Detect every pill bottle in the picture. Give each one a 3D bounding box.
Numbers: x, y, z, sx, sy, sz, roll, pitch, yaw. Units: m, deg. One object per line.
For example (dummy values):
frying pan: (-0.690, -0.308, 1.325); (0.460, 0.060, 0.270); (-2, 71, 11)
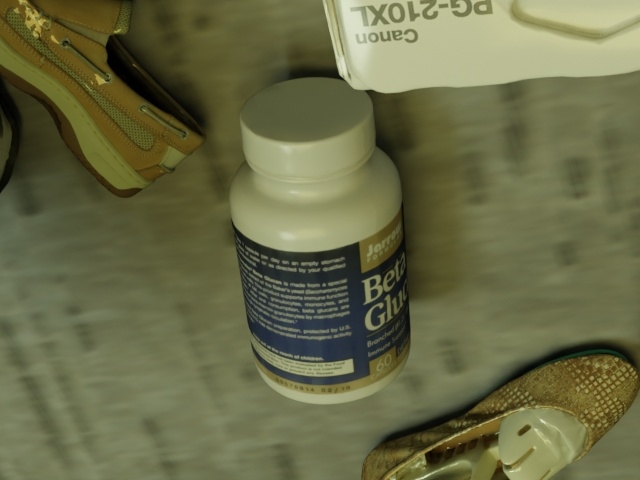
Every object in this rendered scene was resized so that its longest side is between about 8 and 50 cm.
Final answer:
pill bottle: (0.000, 0.000, 0.694); (0.094, 0.094, 0.169); (2, 127, 11)

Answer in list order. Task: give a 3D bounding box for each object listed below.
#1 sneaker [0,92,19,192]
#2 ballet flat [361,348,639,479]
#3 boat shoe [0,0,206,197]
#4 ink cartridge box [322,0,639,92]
sneaker: (-0.230, 0.048, 0.644); (0.169, 0.257, 0.447); (1, 94, 16)
ballet flat: (0.111, 0.137, 0.791); (0.206, 0.067, 0.073); (-34, 113, 31)
boat shoe: (-0.130, -0.110, 0.667); (0.072, 0.068, 0.190); (-29, 127, 15)
ink cartridge box: (0.099, -0.159, 0.461); (0.172, 0.237, 0.100); (-3, 126, 14)
